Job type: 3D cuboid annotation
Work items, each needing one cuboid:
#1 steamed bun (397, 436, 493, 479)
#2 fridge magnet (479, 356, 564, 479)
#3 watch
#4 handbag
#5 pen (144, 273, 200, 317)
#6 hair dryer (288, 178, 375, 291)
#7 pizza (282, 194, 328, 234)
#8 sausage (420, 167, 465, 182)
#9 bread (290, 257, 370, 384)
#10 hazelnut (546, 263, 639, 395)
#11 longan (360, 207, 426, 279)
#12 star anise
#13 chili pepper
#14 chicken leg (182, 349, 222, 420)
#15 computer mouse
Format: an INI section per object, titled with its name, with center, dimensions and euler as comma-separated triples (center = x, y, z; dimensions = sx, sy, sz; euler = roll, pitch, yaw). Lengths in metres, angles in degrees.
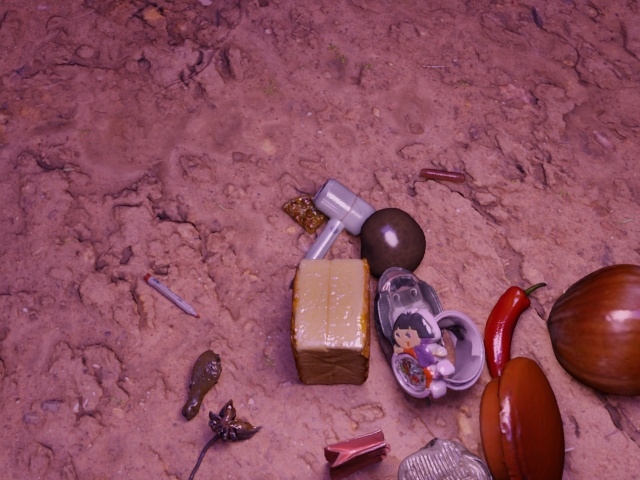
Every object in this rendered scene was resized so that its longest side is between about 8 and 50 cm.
[steamed bun]
center = 0.321, 0.599, 1.642
dimensions = 0.218, 0.144, 0.211
euler = -39, 62, 12
[fridge magnet]
center = 0.500, 0.467, 1.613
dimensions = 0.155, 0.364, 0.363
euler = -14, 57, 32
[watch]
center = 0.312, 0.268, 1.699
dimensions = 0.231, 0.196, 0.244
euler = -18, 88, -32
[handbag]
center = 0.091, 0.532, 1.641
dimensions = 0.157, 0.212, 0.059
euler = -17, 63, -7
[pen]
center = -0.437, 0.166, 1.960
dimensions = 0.218, 0.026, 0.026
euler = 34, 68, 17
[hair dryer]
center = 0.000, 0.000, 1.983
dimensions = 0.173, 0.107, 0.357
euler = 35, 80, -7
[pizza]
center = -0.026, -0.088, 2.065
dimensions = 0.175, 0.046, 0.134
euler = -11, 62, -4
[sausage]
center = 0.393, -0.208, 2.121
dimensions = 0.147, 0.035, 0.030
euler = 7, 40, 7
[bread]
center = 0.031, 0.221, 1.771
dimensions = 0.207, 0.279, 0.278
euler = 2, 63, 3
[hazelnut]
center = 0.788, 0.224, 1.741
dimensions = 0.373, 0.315, 0.372
euler = -16, 37, 13
[longan]
center = 0.207, 0.010, 1.927
dimensions = 0.198, 0.198, 0.212
euler = -21, 93, -9
[star anise]
center = -0.273, 0.567, 1.749
dimensions = 0.148, 0.218, 0.227
euler = 29, 108, -15
[chili pepper]
center = 0.524, 0.261, 1.852
dimensions = 0.137, 0.092, 0.368
euler = 25, 72, -6
[chicken leg]
center = -0.327, 0.397, 1.814
dimensions = 0.085, 0.069, 0.197
euler = 18, 71, 13
[computer mouse]
center = 0.246, 0.263, 1.837
dimensions = 0.200, 0.115, 0.388
euler = -12, 82, -21
